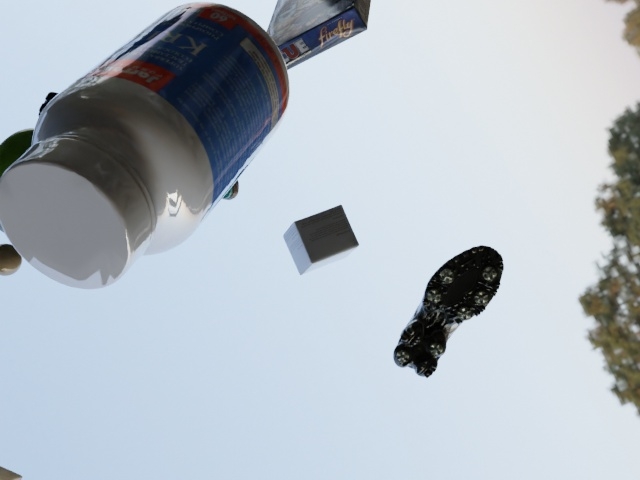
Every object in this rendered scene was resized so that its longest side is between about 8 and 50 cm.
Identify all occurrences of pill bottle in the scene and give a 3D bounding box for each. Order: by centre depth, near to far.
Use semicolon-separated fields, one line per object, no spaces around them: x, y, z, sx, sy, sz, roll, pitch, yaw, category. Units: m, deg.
-0.113;-0.067;0.609;0.124;0.124;0.221;52;-144;-17;pill bottle

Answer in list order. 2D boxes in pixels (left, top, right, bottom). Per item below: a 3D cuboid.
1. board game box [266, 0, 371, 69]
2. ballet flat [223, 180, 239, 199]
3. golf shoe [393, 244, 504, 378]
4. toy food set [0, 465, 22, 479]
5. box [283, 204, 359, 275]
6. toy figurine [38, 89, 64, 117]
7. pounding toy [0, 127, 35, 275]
-0.001;-0.355;1.383;0.042;0.165;0.243;54;-154;-29;board game box
-0.277;-0.205;2.081;0.316;0.108;0.106;38;-144;22;ballet flat
0.217;0.107;1.568;0.105;0.273;0.120;34;-157;0;golf shoe
-0.570;0.457;1.442;0.218;0.071;0.128;-52;-42;-19;toy food set
0.000;0.000;1.671;0.087;0.101;0.102;66;161;9;box
-0.415;-0.192;1.698;0.148;0.213;0.210;156;93;-77;toy figurine
-0.450;-0.066;1.450;0.237;0.110;0.183;-56;-33;-34;pounding toy
